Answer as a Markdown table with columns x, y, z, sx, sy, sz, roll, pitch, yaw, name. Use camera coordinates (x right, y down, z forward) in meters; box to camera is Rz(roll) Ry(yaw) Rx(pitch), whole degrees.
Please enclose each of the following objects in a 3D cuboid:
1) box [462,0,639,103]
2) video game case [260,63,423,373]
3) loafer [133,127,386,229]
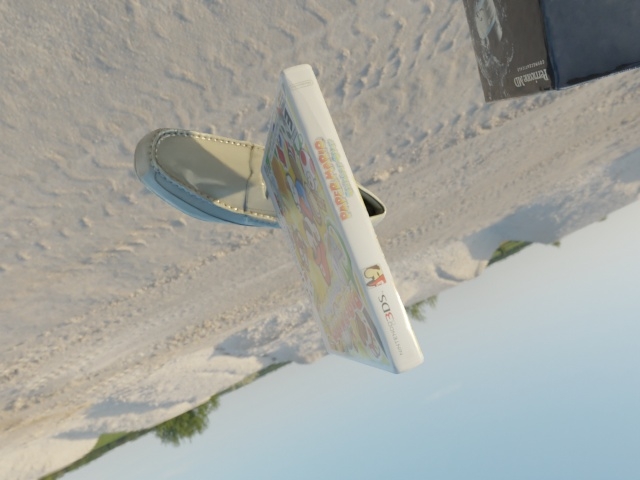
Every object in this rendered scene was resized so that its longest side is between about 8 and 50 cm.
| x | y | z | sx | sy | sz | roll | pitch | yaw | name |
| --- | --- | --- | --- | --- | --- | --- | --- | --- | --- |
| 0.180 | -0.201 | 0.416 | 0.093 | 0.159 | 0.156 | -17 | -169 | 3 | box |
| 0.000 | 0.000 | 0.438 | 0.026 | 0.207 | 0.227 | -20 | 175 | -13 | video game case |
| -0.058 | -0.067 | 0.637 | 0.319 | 0.112 | 0.111 | 12 | 161 | -36 | loafer |
